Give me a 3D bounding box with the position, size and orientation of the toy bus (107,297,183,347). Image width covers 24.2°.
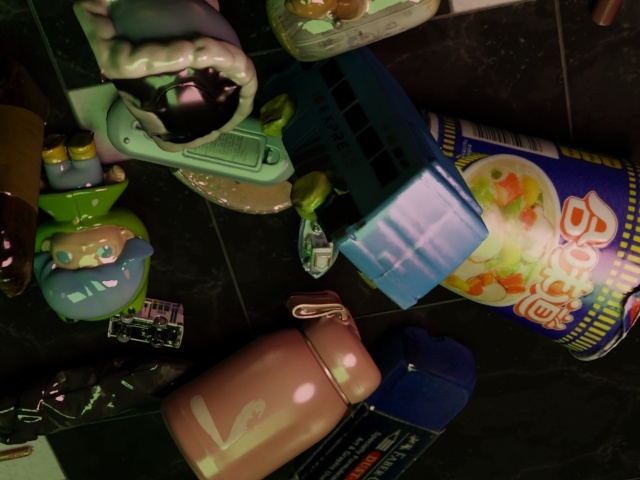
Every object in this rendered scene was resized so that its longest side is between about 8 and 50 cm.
[{"bbox_3d":[-0.241,0.111,2.085,0.102,0.058,0.052,10,132,-6],"label":"toy bus"}]

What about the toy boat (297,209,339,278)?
[{"bbox_3d":[0.000,0.000,1.994,0.059,0.066,0.140,-1,134,-8],"label":"toy boat"}]

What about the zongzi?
[{"bbox_3d":[-0.487,-0.069,1.759,0.317,0.289,0.154,-3,154,5],"label":"zongzi"}]

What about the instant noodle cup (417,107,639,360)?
[{"bbox_3d":[0.236,-0.023,1.870,0.312,0.284,0.284,19,129,-10],"label":"instant noodle cup"}]

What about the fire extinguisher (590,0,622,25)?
[{"bbox_3d":[0.350,-0.329,1.739,0.049,0.035,0.173,35,132,16],"label":"fire extinguisher"}]

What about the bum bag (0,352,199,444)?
[{"bbox_3d":[-0.340,0.222,2.153,0.340,0.095,0.144,-16,159,12],"label":"bum bag"}]

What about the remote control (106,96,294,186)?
[{"bbox_3d":[-0.145,-0.125,1.849,0.244,0.047,0.087,12,102,-6],"label":"remote control"}]

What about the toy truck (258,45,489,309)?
[{"bbox_3d":[0.051,-0.090,1.707,0.162,0.385,0.161,-39,124,10],"label":"toy truck"}]

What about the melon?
[{"bbox_3d":[-0.106,-0.077,1.938,0.098,0.054,0.182,-42,124,12],"label":"melon"}]

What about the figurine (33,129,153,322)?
[{"bbox_3d":[-0.301,-0.013,1.923,0.162,0.143,0.263,-10,116,-5],"label":"figurine"}]

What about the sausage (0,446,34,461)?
[{"bbox_3d":[-0.489,0.333,2.304,0.100,0.015,0.015,-12,132,8],"label":"sausage"}]

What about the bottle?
[{"bbox_3d":[-0.068,0.206,2.079,0.297,0.173,0.206,-32,117,-1],"label":"bottle"}]

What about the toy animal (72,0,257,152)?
[{"bbox_3d":[-0.171,-0.217,1.698,0.156,0.204,0.208,-26,150,1],"label":"toy animal"}]

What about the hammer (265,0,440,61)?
[{"bbox_3d":[0.021,-0.262,1.613,0.202,0.305,0.113,-21,95,13],"label":"hammer"}]

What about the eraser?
[{"bbox_3d":[0.091,0.269,2.225,0.155,0.101,0.332,22,128,-23],"label":"eraser"}]
